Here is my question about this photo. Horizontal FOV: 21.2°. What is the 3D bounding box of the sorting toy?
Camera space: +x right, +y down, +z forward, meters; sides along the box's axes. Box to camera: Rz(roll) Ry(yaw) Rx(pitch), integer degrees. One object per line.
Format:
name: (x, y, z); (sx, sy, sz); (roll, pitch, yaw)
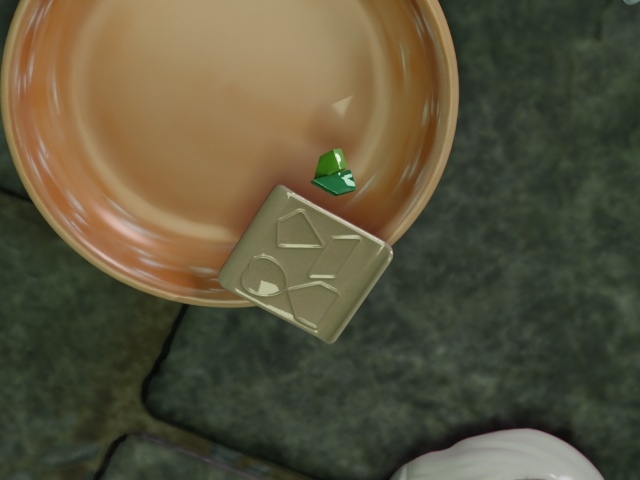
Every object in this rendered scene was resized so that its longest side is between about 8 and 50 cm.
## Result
sorting toy: (0.000, 0.000, 0.760); (0.062, 0.012, 0.083); (30, 112, -9)

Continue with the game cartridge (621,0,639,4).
game cartridge: (0.190, -0.255, 0.678); (0.294, 0.060, 0.196); (-35, 114, 12)

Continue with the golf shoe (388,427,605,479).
golf shoe: (0.003, 0.200, 0.820); (0.306, 0.140, 0.115); (-30, 113, 12)

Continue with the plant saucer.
plant saucer: (-0.040, -0.066, 0.758); (0.200, 0.037, 0.200); (-1, 113, -3)
